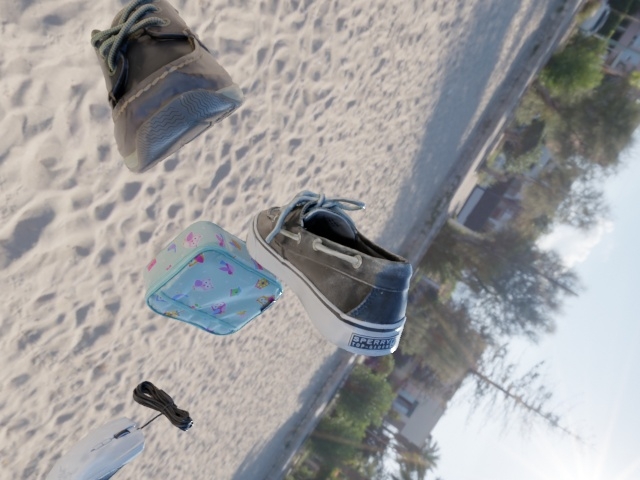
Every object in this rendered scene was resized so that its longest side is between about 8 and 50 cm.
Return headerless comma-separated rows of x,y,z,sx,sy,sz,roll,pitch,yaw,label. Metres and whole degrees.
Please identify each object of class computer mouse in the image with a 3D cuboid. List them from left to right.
-0.280,0.277,0.631,0.193,0.106,0.042,-36,149,-37,computer mouse

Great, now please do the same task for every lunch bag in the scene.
-0.230,0.101,1.021,0.224,0.108,0.279,-40,136,11,lunch bag

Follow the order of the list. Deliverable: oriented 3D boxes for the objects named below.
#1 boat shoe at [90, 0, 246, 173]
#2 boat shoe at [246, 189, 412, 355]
-0.173,-0.167,0.473,0.132,0.130,0.355,-37,-153,-3,boat shoe
-0.004,0.000,0.512,0.306,0.113,0.105,-133,-128,-62,boat shoe
